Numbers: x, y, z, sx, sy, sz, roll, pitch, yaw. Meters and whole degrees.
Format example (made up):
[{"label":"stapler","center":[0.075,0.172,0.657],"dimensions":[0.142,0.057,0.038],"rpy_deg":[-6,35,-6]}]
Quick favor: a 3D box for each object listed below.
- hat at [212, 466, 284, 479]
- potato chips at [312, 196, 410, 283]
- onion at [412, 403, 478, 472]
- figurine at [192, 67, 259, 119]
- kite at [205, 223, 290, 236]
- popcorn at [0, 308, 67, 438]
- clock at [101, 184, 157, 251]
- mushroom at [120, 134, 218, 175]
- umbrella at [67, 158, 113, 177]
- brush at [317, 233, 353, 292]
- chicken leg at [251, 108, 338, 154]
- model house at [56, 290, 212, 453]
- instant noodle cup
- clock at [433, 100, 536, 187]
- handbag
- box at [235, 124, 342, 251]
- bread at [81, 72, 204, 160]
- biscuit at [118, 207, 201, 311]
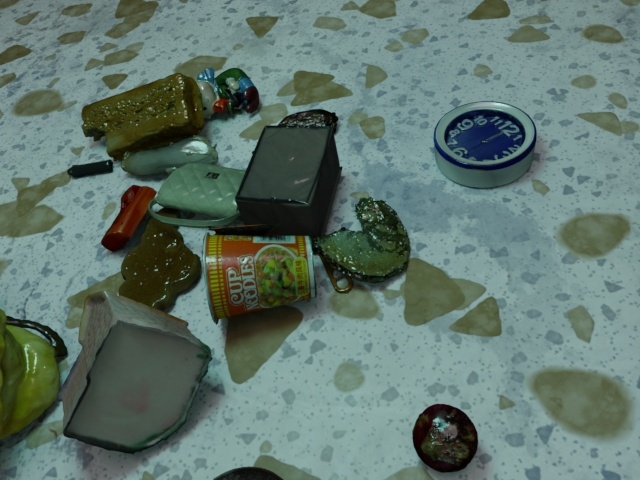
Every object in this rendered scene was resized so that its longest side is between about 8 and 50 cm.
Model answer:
[{"label":"hat","center":[-0.126,0.458,0.895],"dimensions":[0.192,0.082,0.193],"rpy_deg":[8,67,-21]},{"label":"potato chips","center":[0.100,-0.005,1.227],"dimensions":[0.201,0.029,0.220],"rpy_deg":[22,54,10]},{"label":"onion","center":[0.203,0.319,0.921],"dimensions":[0.107,0.097,0.107],"rpy_deg":[-9,71,29]},{"label":"figurine","center":[-0.305,-0.399,1.628],"dimensions":[0.234,0.127,0.185],"rpy_deg":[-25,56,-21]},{"label":"kite","center":[-0.153,-0.014,1.200],"dimensions":[0.183,0.241,0.014],"rpy_deg":[6,75,-17]},{"label":"popcorn","center":[-0.674,0.235,1.073],"dimensions":[0.348,0.349,0.381],"rpy_deg":[27,23,30]},{"label":"clock","center":[-0.470,-0.055,1.380],"dimensions":[0.113,0.061,0.155],"rpy_deg":[-27,37,44]},{"label":"mushroom","center":[-0.400,-0.216,1.506],"dimensions":[0.277,0.099,0.096],"rpy_deg":[-7,31,11]},{"label":"umbrella","center":[-0.642,-0.199,1.591],"dimensions":[0.132,0.031,0.036],"rpy_deg":[-8,48,8]},{"label":"brush","center":[0.000,0.000,1.283],"dimensions":[0.090,0.017,0.315],"rpy_deg":[-25,50,-4]},{"label":"chicken leg","center":[-0.072,-0.285,1.516],"dimensions":[0.253,0.051,0.106],"rpy_deg":[-27,55,-6]},{"label":"model house","center":[-0.359,0.231,1.079],"dimensions":[0.237,0.202,0.237],"rpy_deg":[33,100,58]},{"label":"instant noodle cup","center":[-0.118,0.065,1.162],"dimensions":[0.211,0.193,0.193],"rpy_deg":[-6,49,-3]},{"label":"clock","center":[0.383,-0.227,1.338],"dimensions":[0.230,0.083,0.231],"rpy_deg":[-7,47,7]},{"label":"handbag","center":[-0.276,-0.101,1.357],"dimensions":[0.255,0.079,0.219],"rpy_deg":[10,38,20]},{"label":"box","center":[-0.066,-0.127,1.293],"dimensions":[0.188,0.153,0.253],"rpy_deg":[6,54,19]},{"label":"bread","center":[-0.495,-0.326,1.577],"dimensions":[0.379,0.109,0.186],"rpy_deg":[-11,84,22]},{"label":"biscuit","center":[-0.368,0.043,1.314],"dimensions":[0.183,0.047,0.320],"rpy_deg":[-13,49,-2]}]
